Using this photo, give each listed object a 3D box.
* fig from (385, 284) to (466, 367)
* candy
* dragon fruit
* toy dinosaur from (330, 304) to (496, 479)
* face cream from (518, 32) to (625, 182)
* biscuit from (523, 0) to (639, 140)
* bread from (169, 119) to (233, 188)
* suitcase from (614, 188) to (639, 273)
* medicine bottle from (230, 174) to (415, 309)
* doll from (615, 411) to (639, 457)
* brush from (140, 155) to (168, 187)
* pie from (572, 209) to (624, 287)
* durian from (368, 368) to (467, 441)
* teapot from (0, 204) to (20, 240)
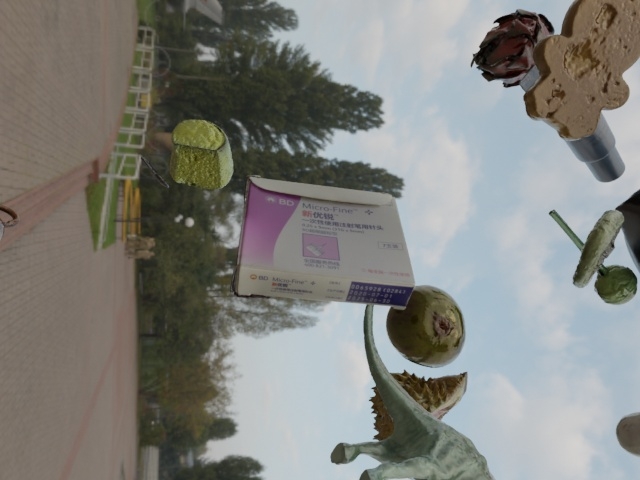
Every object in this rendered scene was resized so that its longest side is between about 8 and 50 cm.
[{"bbox_3d":[0.173,0.152,0.870,0.186,0.142,0.147,-17,-133,55],"label":"fig"},{"bbox_3d":[0.618,0.036,1.092,0.093,0.335,0.092,-38,-155,31],"label":"candy"},{"bbox_3d":[0.487,-0.477,1.191,0.188,0.182,0.182,-55,-147,23],"label":"dragon fruit"},{"bbox_3d":[0.104,0.235,0.536,0.092,0.206,0.393,-64,-151,31],"label":"toy dinosaur"},{"bbox_3d":[0.579,-0.270,1.068,0.135,0.385,0.086,-50,-150,3],"label":"face cream"},{"bbox_3d":[0.424,-0.287,0.751,0.248,0.184,0.035,-64,-164,7],"label":"biscuit"},{"bbox_3d":[-0.241,-0.176,0.965,0.114,0.129,0.111,106,-14,-54],"label":"bread"},{"bbox_3d":[0.825,0.034,0.999,0.345,0.188,0.339,52,-5,-21],"label":"suitcase"},{"bbox_3d":[0.000,0.000,0.577,0.171,0.201,0.052,-91,-170,-48],"label":"medicine bottle"},{"bbox_3d":[0.694,0.267,0.674,0.376,0.366,0.187,-149,-140,-74],"label":"doll"},{"bbox_3d":[-0.309,-0.126,0.887,0.024,0.008,0.083,20,-27,34],"label":"brush"},{"bbox_3d":[0.269,0.009,0.459,0.021,0.084,0.084,30,-58,34],"label":"pie"},{"bbox_3d":[0.202,0.416,1.133,0.185,0.196,0.305,48,-48,8],"label":"durian"},{"bbox_3d":[-0.539,-0.019,0.730,0.173,0.116,0.116,-55,155,-67],"label":"teapot"}]
